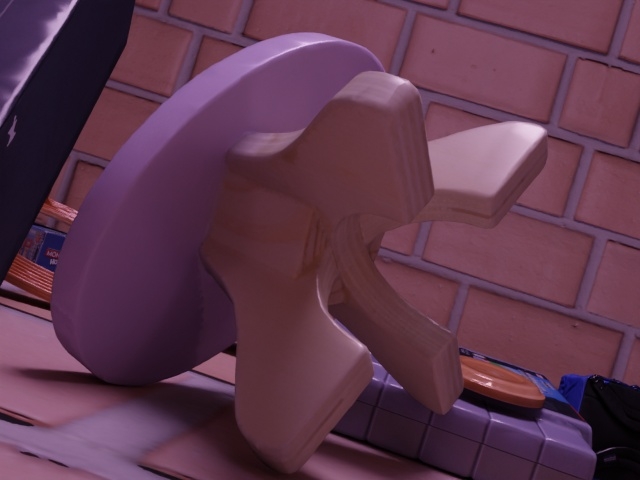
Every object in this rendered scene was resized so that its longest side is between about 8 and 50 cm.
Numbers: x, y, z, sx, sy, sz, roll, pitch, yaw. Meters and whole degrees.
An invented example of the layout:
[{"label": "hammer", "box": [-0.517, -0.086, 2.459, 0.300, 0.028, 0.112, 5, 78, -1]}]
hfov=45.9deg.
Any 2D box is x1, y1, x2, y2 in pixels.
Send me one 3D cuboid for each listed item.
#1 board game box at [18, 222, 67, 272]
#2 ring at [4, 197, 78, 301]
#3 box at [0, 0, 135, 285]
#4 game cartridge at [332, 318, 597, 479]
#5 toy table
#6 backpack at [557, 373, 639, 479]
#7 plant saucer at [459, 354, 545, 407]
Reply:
[{"label": "board game box", "box": [-0.346, 0.015, 0.987, 0.194, 0.060, 0.194, 17, -4, 33]}, {"label": "ring", "box": [-0.272, -0.002, 0.810, 0.336, 0.032, 0.336, 29, 6, -3]}, {"label": "box", "box": [-0.311, -0.164, 0.506, 0.312, 0.343, 0.179, 19, -44, -10]}, {"label": "game cartridge", "box": [0.102, 0.127, 0.676, 0.230, 0.068, 0.355, 13, 1, 8]}, {"label": "toy table", "box": [0.000, 0.000, 0.446, 0.161, 0.274, 0.252, 25, -19, 34]}, {"label": "backpack", "box": [0.279, 0.181, 0.709, 0.120, 0.098, 0.101, 17, -7, -2]}, {"label": "plant saucer", "box": [0.125, 0.102, 0.560, 0.083, 0.013, 0.083, 17, 3, -1]}]
